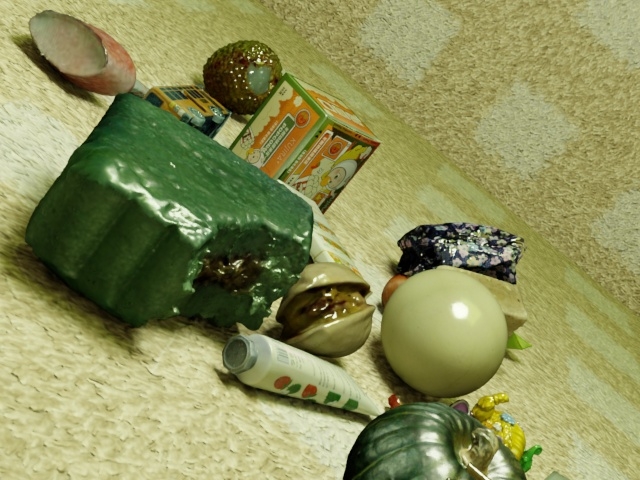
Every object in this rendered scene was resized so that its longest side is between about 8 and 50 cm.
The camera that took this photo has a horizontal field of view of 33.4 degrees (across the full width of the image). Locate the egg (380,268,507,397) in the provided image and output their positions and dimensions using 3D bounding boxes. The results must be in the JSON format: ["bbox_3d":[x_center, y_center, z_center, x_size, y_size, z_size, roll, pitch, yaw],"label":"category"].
[{"bbox_3d":[0.181,0.135,1.588,0.186,0.186,0.242,36,6,-12],"label":"egg"}]

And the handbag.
[{"bbox_3d":[0.250,0.030,1.985,0.207,0.127,0.228,10,-5,-12],"label":"handbag"}]

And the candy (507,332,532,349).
[{"bbox_3d":[0.297,0.152,2.009,0.149,0.069,0.246,51,21,28],"label":"candy"}]

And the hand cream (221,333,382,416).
[{"bbox_3d":[-0.018,0.167,1.314,0.276,0.059,0.095,27,16,-50],"label":"hand cream"}]

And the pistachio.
[{"bbox_3d":[0.003,0.094,1.411,0.130,0.131,0.206,66,16,10],"label":"pistachio"}]

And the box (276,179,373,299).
[{"bbox_3d":[0.001,-0.001,1.775,0.122,0.032,0.220,32,21,-53],"label":"box"}]

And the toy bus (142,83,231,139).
[{"bbox_3d":[-0.231,-0.202,1.759,0.103,0.091,0.182,42,18,7],"label":"toy bus"}]

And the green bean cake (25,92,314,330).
[{"bbox_3d":[-0.167,-0.007,1.247,0.300,0.169,0.308,34,18,-12],"label":"green bean cake"}]

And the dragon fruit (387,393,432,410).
[{"bbox_3d":[0.140,0.246,1.388,0.094,0.094,0.190,34,5,-18],"label":"dragon fruit"}]

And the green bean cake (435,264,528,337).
[{"bbox_3d":[0.261,0.119,1.870,0.179,0.109,0.085,16,45,-25],"label":"green bean cake"}]

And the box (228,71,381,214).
[{"bbox_3d":[-0.030,-0.160,1.894,0.177,0.195,0.148,18,27,-54],"label":"box"}]

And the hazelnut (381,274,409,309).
[{"bbox_3d":[0.140,0.103,1.791,0.086,0.086,0.086,36,17,-12],"label":"hazelnut"}]

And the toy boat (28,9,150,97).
[{"bbox_3d":[-0.357,-0.288,1.756,0.206,0.096,0.282,29,3,17],"label":"toy boat"}]

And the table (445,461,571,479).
[{"bbox_3d":[0.133,0.313,0.944,0.111,0.240,0.121,26,10,22],"label":"table"}]

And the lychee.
[{"bbox_3d":[-0.158,-0.332,2.158,0.171,0.171,0.171,36,17,-12],"label":"lychee"}]

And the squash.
[{"bbox_3d":[0.122,0.271,1.120,0.218,0.172,0.218,30,49,-42],"label":"squash"}]

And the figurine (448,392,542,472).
[{"bbox_3d":[0.256,0.275,1.510,0.156,0.115,0.095,36,27,-19],"label":"figurine"}]
